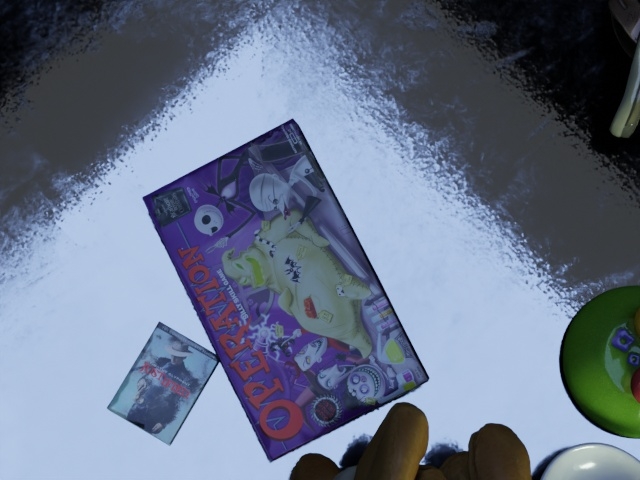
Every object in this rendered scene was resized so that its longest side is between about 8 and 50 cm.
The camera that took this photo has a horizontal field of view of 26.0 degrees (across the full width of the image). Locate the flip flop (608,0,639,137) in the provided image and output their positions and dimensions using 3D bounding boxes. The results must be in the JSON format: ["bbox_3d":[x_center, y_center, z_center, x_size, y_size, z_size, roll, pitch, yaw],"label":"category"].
[{"bbox_3d":[0.386,-0.262,1.701,0.080,0.112,0.277,15,84,15],"label":"flip flop"}]

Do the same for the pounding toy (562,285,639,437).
[{"bbox_3d":[0.406,0.124,1.613,0.236,0.110,0.183,-23,81,-7],"label":"pounding toy"}]

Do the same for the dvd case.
[{"bbox_3d":[-0.183,0.167,1.627,0.087,0.013,0.119,30,78,4],"label":"dvd case"}]

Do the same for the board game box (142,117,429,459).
[{"bbox_3d":[-0.042,0.056,1.623,0.208,0.056,0.347,-29,81,6],"label":"board game box"}]

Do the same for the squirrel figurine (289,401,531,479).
[{"bbox_3d":[0.166,0.394,1.421,0.370,0.281,0.397,20,56,-17],"label":"squirrel figurine"}]

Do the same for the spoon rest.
[{"bbox_3d":[0.381,0.326,1.586,0.276,0.084,0.137,22,78,1],"label":"spoon rest"}]
